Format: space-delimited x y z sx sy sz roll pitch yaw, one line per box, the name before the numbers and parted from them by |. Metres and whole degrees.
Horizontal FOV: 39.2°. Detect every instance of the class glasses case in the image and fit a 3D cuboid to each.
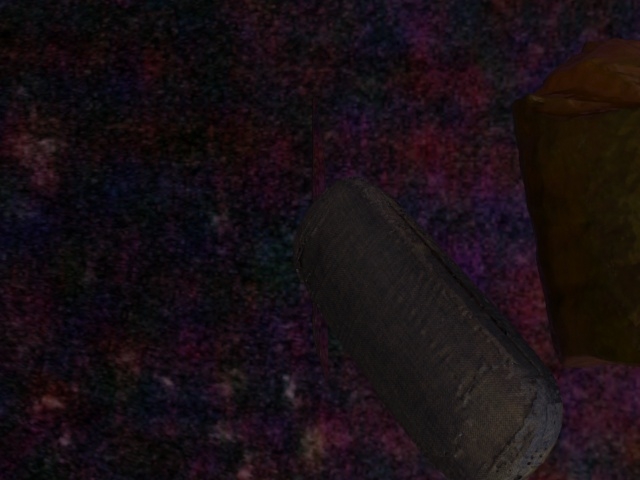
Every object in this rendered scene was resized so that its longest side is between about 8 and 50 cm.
glasses case | 0.068 0.062 0.677 0.067 0.282 0.109 4 126 -45

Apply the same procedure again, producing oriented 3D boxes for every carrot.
carrot | 0.284 -0.031 0.700 0.241 0.241 0.341 1 79 -50

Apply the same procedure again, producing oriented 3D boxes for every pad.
pad | 0.000 0.000 0.931 0.181 0.004 0.267 78 10 -65
